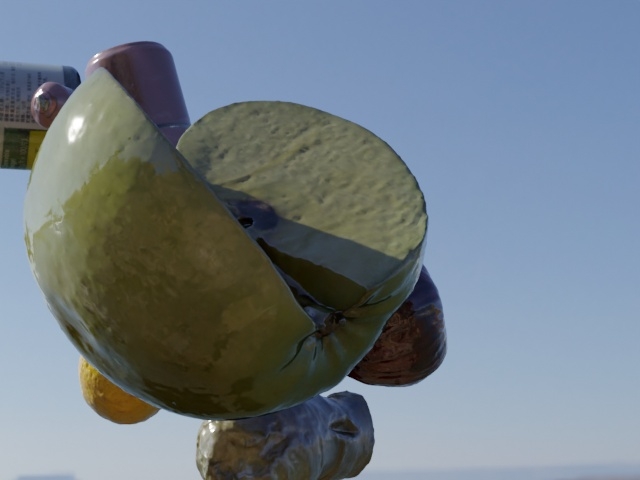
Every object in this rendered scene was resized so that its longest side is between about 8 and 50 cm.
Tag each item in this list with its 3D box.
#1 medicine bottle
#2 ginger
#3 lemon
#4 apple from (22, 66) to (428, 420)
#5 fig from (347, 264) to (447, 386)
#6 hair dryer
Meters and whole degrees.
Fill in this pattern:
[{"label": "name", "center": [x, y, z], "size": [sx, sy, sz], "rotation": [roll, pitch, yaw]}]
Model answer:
[{"label": "medicine bottle", "center": [-0.459, -0.164, 1.756], "size": [0.293, 0.141, 0.141], "rotation": [3, -11, -16]}, {"label": "ginger", "center": [-0.037, 0.196, 1.361], "size": [0.116, 0.109, 0.263], "rotation": [11, 3, 29]}, {"label": "lemon", "center": [-0.227, 0.158, 1.620], "size": [0.114, 0.114, 0.155], "rotation": [-1, -34, 2]}, {"label": "apple", "center": [-0.080, 0.014, 1.052], "size": [0.295, 0.258, 0.233], "rotation": [-3, -49, -50]}, {"label": "fig", "center": [0.046, 0.066, 1.217], "size": [0.150, 0.128, 0.128], "rotation": [16, -18, -30]}, {"label": "hair dryer", "center": [-0.267, -0.162, 1.721], "size": [0.125, 0.210, 0.352], "rotation": [-18, -11, 14]}]
